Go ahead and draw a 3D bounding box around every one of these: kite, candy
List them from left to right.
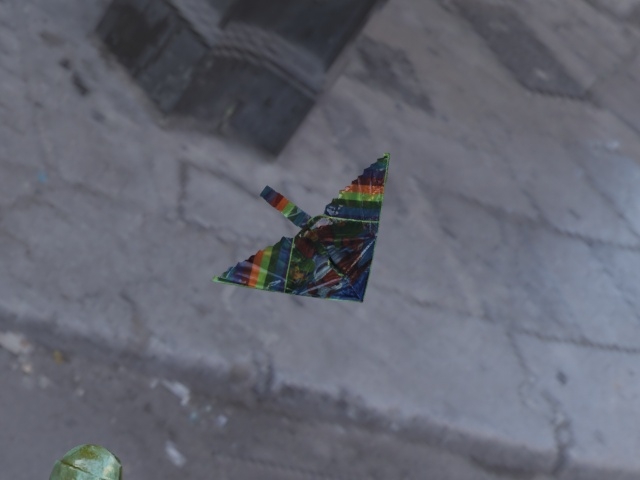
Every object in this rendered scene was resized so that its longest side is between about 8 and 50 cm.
[{"bbox_3d":[-0.209,0.261,1.193,0.061,0.202,0.061,17,-8,2],"label":"candy"},{"bbox_3d":[0.000,0.000,0.841,0.090,0.122,0.004,48,3,-19],"label":"kite"}]
